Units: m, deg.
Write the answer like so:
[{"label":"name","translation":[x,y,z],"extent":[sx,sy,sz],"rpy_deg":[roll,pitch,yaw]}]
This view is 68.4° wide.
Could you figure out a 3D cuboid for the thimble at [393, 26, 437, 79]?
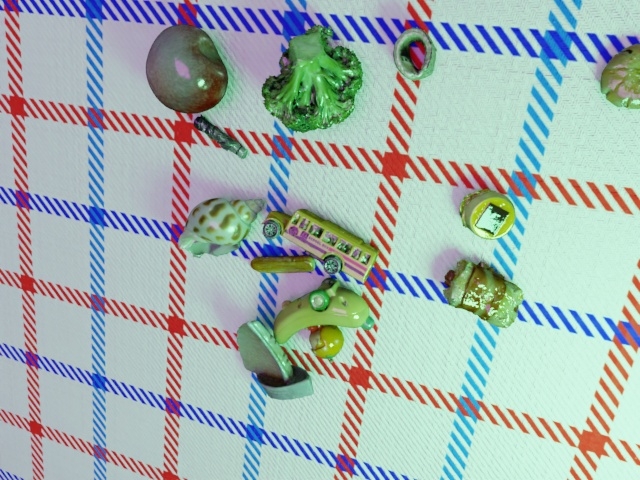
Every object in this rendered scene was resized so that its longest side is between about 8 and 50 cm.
[{"label":"thimble","translation":[0.235,-0.460,1.169],"extent":[0.102,0.090,0.115],"rpy_deg":[-24,94,22]}]

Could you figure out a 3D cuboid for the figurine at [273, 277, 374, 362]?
[{"label":"figurine","translation":[0.000,0.250,1.414],"extent":[0.324,0.124,0.222],"rpy_deg":[-28,97,25]}]

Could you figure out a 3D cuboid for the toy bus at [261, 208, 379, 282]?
[{"label":"toy bus","translation":[0.000,0.000,1.348],"extent":[0.335,0.121,0.123],"rpy_deg":[30,102,9]}]

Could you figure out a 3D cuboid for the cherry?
[{"label":"cherry","translation":[-0.383,-0.462,1.310],"extent":[0.239,0.206,0.239],"rpy_deg":[3,112,7]}]

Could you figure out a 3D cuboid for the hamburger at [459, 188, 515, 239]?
[{"label":"hamburger","translation":[0.427,-0.068,1.211],"extent":[0.141,0.081,0.126],"rpy_deg":[11,109,3]}]

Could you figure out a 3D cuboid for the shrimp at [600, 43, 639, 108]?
[{"label":"shrimp","translation":[0.767,-0.359,1.039],"extent":[0.267,0.061,0.145],"rpy_deg":[10,97,18]}]

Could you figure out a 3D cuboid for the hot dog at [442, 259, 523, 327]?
[{"label":"hot dog","translation":[0.430,0.140,1.256],"extent":[0.213,0.103,0.146],"rpy_deg":[31,90,-1]}]

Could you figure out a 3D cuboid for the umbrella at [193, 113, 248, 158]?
[{"label":"umbrella","translation":[-0.301,-0.305,1.407],"extent":[0.188,0.050,0.046],"rpy_deg":[38,133,6]}]

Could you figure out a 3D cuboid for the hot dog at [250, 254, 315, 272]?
[{"label":"hot dog","translation":[-0.113,0.071,1.440],"extent":[0.215,0.047,0.066],"rpy_deg":[-4,131,24]}]

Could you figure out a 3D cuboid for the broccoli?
[{"label":"broccoli","translation":[-0.026,-0.411,1.204],"extent":[0.269,0.241,0.261],"rpy_deg":[-20,76,-7]}]

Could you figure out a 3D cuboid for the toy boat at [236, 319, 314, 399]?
[{"label":"toy boat","translation":[-0.163,0.376,1.478],"extent":[0.293,0.111,0.276],"rpy_deg":[52,143,-2]}]

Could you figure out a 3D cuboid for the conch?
[{"label":"conch","translation":[-0.297,-0.050,1.417],"extent":[0.275,0.183,0.149],"rpy_deg":[-8,70,14]}]
